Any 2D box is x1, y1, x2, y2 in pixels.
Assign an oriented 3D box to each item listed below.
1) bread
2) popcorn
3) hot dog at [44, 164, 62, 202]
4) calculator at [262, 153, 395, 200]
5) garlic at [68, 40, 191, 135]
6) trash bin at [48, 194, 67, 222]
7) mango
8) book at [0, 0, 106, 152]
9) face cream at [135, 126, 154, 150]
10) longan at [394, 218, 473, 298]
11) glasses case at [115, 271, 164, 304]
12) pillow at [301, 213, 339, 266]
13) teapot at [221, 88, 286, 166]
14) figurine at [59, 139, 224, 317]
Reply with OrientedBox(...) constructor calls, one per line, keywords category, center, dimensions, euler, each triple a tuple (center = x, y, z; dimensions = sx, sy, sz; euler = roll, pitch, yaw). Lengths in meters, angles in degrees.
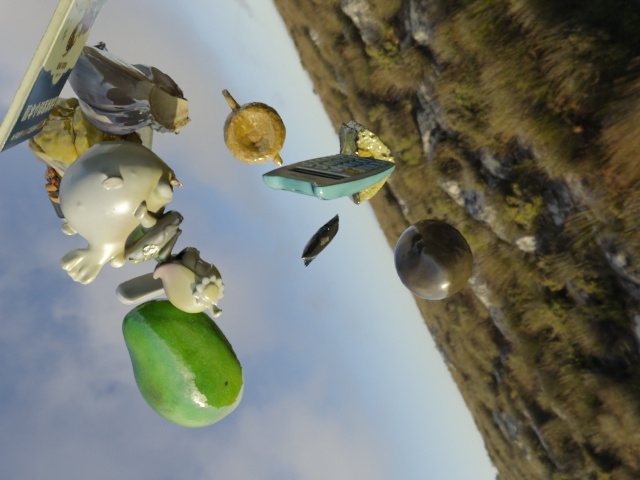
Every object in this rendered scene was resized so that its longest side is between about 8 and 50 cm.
OrientedBox(category="bread", center=(0.141, -0.269, 1.701), dimensions=(0.204, 0.162, 0.262), euler=(-134, 41, -60))
OrientedBox(category="popcorn", center=(-0.609, -0.251, 1.349), dimensions=(0.297, 0.315, 0.281), euler=(54, -132, -56))
OrientedBox(category="hot dog", center=(-0.705, -0.205, 1.644), dimensions=(0.117, 0.348, 0.158), euler=(-7, 92, 63))
OrientedBox(category="calculator", center=(0.041, -0.187, 1.387), dimensions=(0.386, 0.256, 0.055), euler=(-29, -55, -46))
OrientedBox(category="garlic", center=(-0.441, -0.354, 1.135), dimensions=(0.292, 0.237, 0.210), euler=(31, 142, 12))
OrientedBox(category="trash bin", center=(-1.042, -0.119, 2.204), dimensions=(0.243, 0.121, 0.247), euler=(49, 176, 30))
OrientedBox(category="mango", center=(-0.309, 0.271, 1.122), dimensions=(0.201, 0.225, 0.382), euler=(-90, -18, -49))
OrientedBox(category="book", center=(-0.382, -0.290, 0.755), dimensions=(0.018, 0.323, 0.228), euler=(28, -169, -21))
OrientedBox(category="face cream", center=(-0.553, -0.309, 1.527), dimensions=(0.073, 0.269, 0.107), euler=(27, -148, 20))
OrientedBox(category="longan", center=(0.397, 0.067, 1.788), dimensions=(0.297, 0.297, 0.297), euler=(62, -173, -14))
OrientedBox(category="glasses case", center=(-0.463, 0.123, 1.335), dimensions=(0.063, 0.041, 0.164), euler=(47, -147, 13))
OrientedBox(category="pillow", center=(-0.001, 0.000, 1.319), dimensions=(0.048, 0.150, 0.090), euler=(41, 171, -5))
OrientedBox(category="teapot", center=(-0.228, -0.369, 1.682), dimensions=(0.311, 0.203, 0.167), euler=(51, -176, -20))
OrientedBox(category="figurine", center=(-0.342, 0.010, 0.979), dimensions=(0.394, 0.274, 0.226), euler=(51, 171, -19))
